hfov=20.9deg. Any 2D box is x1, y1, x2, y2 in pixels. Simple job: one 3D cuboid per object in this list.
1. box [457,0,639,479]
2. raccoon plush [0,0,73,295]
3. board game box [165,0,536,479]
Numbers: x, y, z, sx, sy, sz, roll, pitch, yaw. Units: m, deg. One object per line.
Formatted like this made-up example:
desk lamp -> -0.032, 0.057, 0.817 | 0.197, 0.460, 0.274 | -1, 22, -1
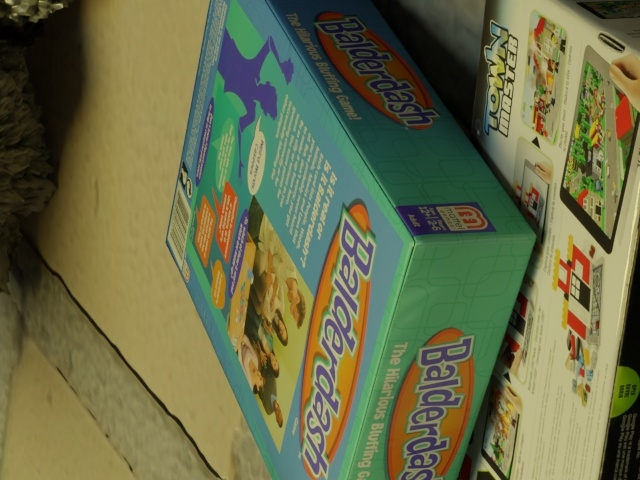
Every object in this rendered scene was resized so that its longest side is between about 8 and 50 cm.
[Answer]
box -> 0.084, 0.022, 0.571 | 0.114, 0.036, 0.207 | -130, 39, -57
raccoon plush -> -0.283, -0.056, 0.816 | 0.216, 0.299, 0.446 | 32, 131, 11
board game box -> 0.000, 0.000, 0.660 | 0.210, 0.047, 0.160 | -118, 33, -46
